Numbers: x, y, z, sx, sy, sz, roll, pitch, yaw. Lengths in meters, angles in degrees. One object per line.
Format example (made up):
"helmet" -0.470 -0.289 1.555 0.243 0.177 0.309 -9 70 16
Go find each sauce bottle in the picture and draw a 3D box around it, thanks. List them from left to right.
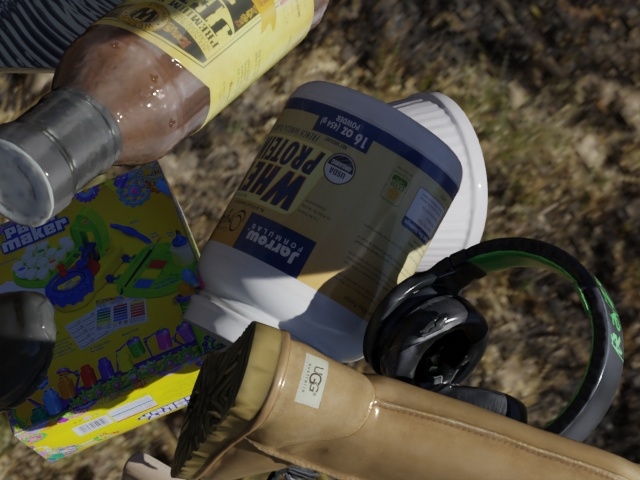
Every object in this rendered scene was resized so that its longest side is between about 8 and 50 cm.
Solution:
"sauce bottle" -0.116 -0.126 1.085 0.111 0.111 0.344 45 45 -4

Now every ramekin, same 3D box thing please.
"ramekin" 0.117 -0.078 2.141 0.127 0.273 0.272 -7 75 -28

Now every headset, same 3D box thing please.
"headset" 0.113 0.146 1.522 0.185 0.394 0.243 32 30 -50

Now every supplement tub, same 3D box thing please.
"supplement tub" 0.000 0.000 1.711 0.228 0.228 0.316 31 82 -13

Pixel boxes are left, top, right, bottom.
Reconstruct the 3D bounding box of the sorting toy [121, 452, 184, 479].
"sorting toy" -0.148 0.342 1.709 0.193 0.208 0.038 29 48 9

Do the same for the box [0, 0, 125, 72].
"box" -0.192 -0.202 1.312 0.275 0.094 0.113 -2 94 -18

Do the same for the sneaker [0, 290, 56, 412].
"sneaker" -0.373 0.117 1.393 0.130 0.286 0.109 18 54 -57

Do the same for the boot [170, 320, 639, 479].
"boot" 0.047 0.153 0.993 0.270 0.236 0.089 21 71 -11

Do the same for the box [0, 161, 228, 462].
"box" -0.285 0.094 1.937 0.290 0.177 0.279 -22 69 -2
